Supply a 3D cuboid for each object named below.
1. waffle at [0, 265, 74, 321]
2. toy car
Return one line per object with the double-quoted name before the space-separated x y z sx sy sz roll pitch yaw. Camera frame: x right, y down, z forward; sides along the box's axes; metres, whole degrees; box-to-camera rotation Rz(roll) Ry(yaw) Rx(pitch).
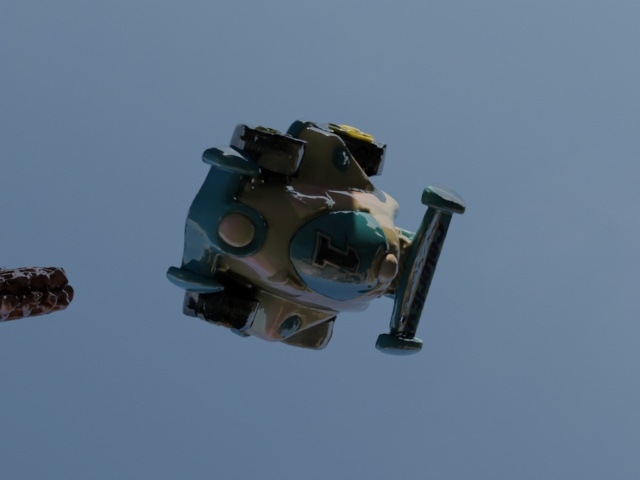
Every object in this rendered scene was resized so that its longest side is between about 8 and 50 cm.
"waffle" -0.169 0.029 0.937 0.075 0.083 0.029 -13 -84 -57
"toy car" 0.000 0.000 0.957 0.161 0.098 0.126 12 -84 -64
